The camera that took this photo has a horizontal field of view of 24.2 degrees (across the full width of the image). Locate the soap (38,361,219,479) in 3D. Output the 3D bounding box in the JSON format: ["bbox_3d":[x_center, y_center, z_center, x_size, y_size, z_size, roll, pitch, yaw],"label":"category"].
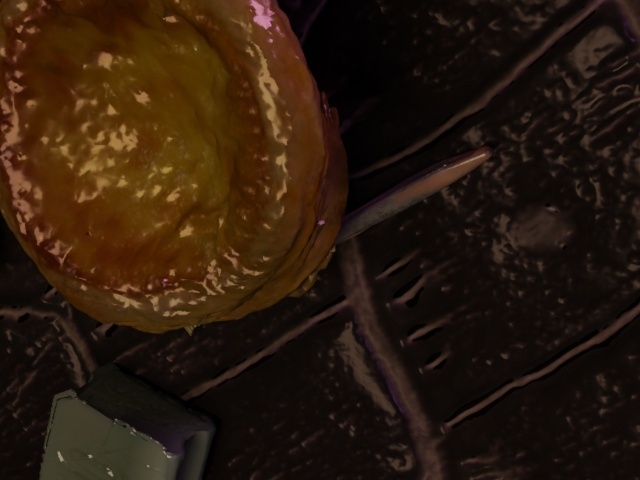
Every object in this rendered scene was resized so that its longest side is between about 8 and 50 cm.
[{"bbox_3d":[-0.204,0.257,1.481,0.150,0.094,0.261,25,122,15],"label":"soap"}]

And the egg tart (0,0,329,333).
[{"bbox_3d":[-0.119,-0.086,1.130,0.319,0.128,0.319,8,110,23],"label":"egg tart"}]

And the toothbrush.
[{"bbox_3d":[0.000,0.000,1.296,0.375,0.028,0.037,-29,102,35],"label":"toothbrush"}]

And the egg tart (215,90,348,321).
[{"bbox_3d":[-0.104,-0.068,1.267,0.295,0.116,0.294,8,110,22],"label":"egg tart"}]
